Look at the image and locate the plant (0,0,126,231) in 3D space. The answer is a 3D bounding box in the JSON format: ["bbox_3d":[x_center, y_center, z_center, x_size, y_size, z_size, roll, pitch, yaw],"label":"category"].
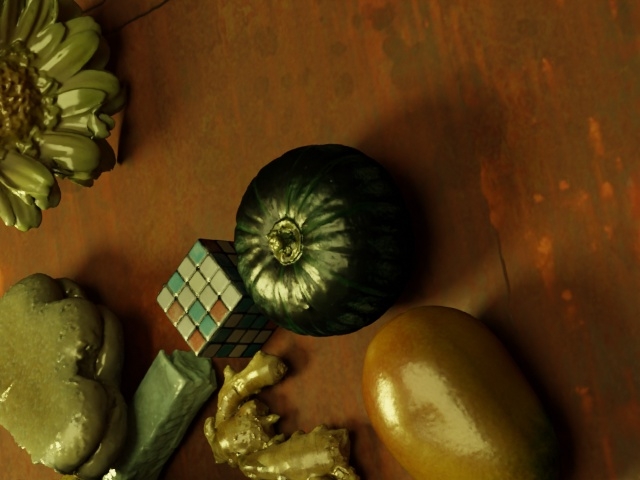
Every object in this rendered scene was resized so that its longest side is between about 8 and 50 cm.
[{"bbox_3d":[-0.387,-0.177,1.906,0.297,0.306,0.261,-129,30,-59],"label":"plant"}]

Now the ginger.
[{"bbox_3d":[-0.045,0.211,1.723,0.176,0.052,0.193,-25,63,34],"label":"ginger"}]

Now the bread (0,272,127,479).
[{"bbox_3d":[-0.313,0.140,1.879,0.337,0.102,0.183,27,97,51],"label":"bread"}]

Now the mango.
[{"bbox_3d":[0.128,0.163,1.543,0.151,0.120,0.221,-44,69,26],"label":"mango"}]

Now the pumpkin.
[{"bbox_3d":[0.000,0.000,1.647,0.202,0.140,0.202,-5,83,41],"label":"pumpkin"}]

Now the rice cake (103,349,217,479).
[{"bbox_3d":[-0.185,0.206,1.825,0.206,0.063,0.069,-55,50,22],"label":"rice cake"}]

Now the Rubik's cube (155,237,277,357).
[{"bbox_3d":[-0.101,0.062,1.751,0.092,0.092,0.092,-52,57,22],"label":"Rubik's cube"}]

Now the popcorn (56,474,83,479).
[{"bbox_3d":[-0.275,0.301,1.894,0.082,0.057,0.083,6,94,45],"label":"popcorn"}]
